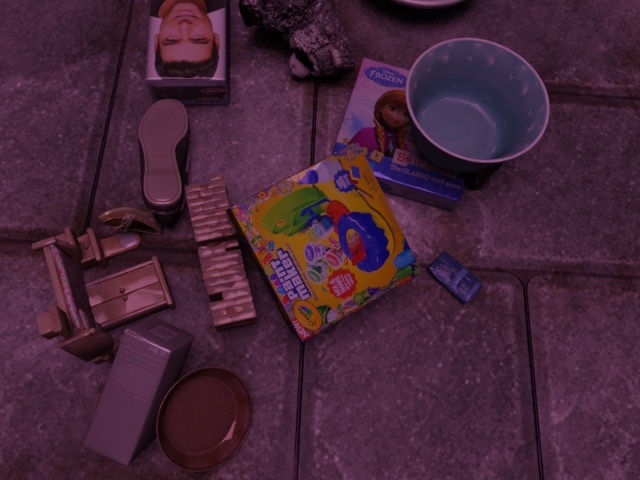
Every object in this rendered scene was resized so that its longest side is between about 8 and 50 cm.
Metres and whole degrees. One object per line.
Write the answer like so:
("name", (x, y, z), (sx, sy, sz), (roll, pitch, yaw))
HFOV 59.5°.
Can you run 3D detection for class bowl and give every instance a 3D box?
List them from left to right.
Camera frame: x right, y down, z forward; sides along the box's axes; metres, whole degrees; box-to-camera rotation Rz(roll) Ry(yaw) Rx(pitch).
("bowl", (0.325, -0.276, 1.255), (0.312, 0.163, 0.311), (2, 70, -5))

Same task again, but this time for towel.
("towel", (0.303, 0.081, 1.263), (0.119, 0.029, 0.067), (43, 72, 12))

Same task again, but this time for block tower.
("block tower", (-0.218, 0.026, 1.217), (0.097, 0.091, 0.335), (-12, 70, -9))

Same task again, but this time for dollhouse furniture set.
("dollhouse furniture set", (-0.407, 0.050, 1.055), (0.174, 0.355, 0.303), (-21, 72, -12))

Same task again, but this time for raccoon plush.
("raccoon plush", (0.000, -0.604, 1.318), (0.299, 0.446, 0.216), (29, 38, 6))

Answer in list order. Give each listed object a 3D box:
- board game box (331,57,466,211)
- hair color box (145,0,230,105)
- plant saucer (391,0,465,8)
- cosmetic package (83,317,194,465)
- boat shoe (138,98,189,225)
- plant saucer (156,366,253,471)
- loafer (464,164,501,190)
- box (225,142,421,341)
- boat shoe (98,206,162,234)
("board game box", (0.211, -0.262, 1.363), (0.319, 0.066, 0.317), (16, 69, 2))
("hair color box", (-0.323, -0.525, 1.401), (0.186, 0.113, 0.374), (-2, 71, -5))
("plant saucer", (0.268, -0.771, 1.536), (0.401, 0.100, 0.400), (1, 70, -3))
("cosmetic package", (-0.338, 0.279, 1.054), (0.107, 0.127, 0.237), (25, 95, 5))
("boat shoe", (-0.358, -0.183, 1.282), (0.112, 0.095, 0.335), (0, 55, -12))
("plant saucer", (-0.227, 0.342, 1.089), (0.199, 0.036, 0.198), (0, 89, -34))
("loafer", (0.412, -0.196, 1.354), (0.062, 0.061, 0.170), (32, 70, 9))
("box", (0.000, 0.000, 1.143), (0.279, 0.177, 0.289), (-29, 98, -10))
("boat shoe", (-0.406, -0.038, 1.208), (0.056, 0.153, 0.048), (-26, 75, 25))
